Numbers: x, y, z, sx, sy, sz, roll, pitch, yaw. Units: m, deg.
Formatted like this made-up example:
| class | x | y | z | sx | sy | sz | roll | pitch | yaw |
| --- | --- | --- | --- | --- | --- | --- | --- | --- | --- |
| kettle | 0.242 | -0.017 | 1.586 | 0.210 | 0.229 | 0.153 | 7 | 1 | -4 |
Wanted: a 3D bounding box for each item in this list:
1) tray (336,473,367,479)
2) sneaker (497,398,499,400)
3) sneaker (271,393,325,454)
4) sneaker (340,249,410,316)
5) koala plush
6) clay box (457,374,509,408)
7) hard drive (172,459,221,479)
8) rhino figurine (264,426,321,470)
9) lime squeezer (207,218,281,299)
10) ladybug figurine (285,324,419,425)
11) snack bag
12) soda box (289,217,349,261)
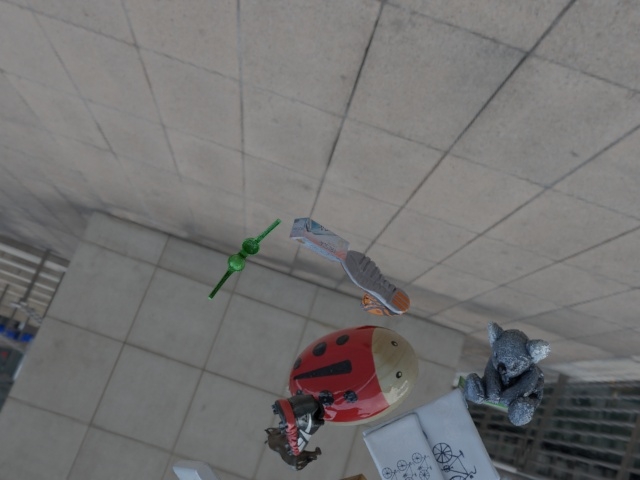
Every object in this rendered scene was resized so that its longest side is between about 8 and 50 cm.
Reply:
| class | x | y | z | sx | sy | sz | roll | pitch | yaw |
| --- | --- | --- | --- | --- | --- | --- | --- | --- | --- |
| tray | 0.024 | 0.919 | 1.811 | 0.203 | 0.411 | 0.076 | -26 | 106 | 25 |
| sneaker | 0.550 | 0.437 | 1.691 | 0.171 | 0.063 | 0.075 | 13 | 174 | -27 |
| sneaker | -0.048 | 0.504 | 1.617 | 0.135 | 0.097 | 0.276 | -20 | 141 | -13 |
| sneaker | 0.174 | 0.182 | 2.230 | 0.321 | 0.124 | 0.180 | 45 | 149 | -2 |
| koala plush | 0.504 | 0.321 | 1.552 | 0.196 | 0.203 | 0.221 | 20 | 129 | 40 |
| clay box | 0.562 | 0.492 | 1.877 | 0.222 | 0.053 | 0.127 | 15 | 180 | -1 |
| hard drive | -0.324 | 0.755 | 1.742 | 0.233 | 0.047 | 0.353 | 54 | 150 | 1 |
| rhino figurine | -0.107 | 0.654 | 1.888 | 0.106 | 0.073 | 0.243 | -15 | -160 | -34 |
| lime squeezer | -0.228 | 0.053 | 1.774 | 0.059 | 0.310 | 0.110 | 44 | 177 | -29 |
| ladybug figurine | 0.077 | 0.414 | 1.833 | 0.450 | 0.304 | 0.162 | -21 | 152 | 21 |
| snack bag | 0.345 | 0.665 | 1.798 | 0.343 | 0.322 | 0.037 | -24 | 176 | -3 |
| soda box | 0.000 | 0.000 | 1.675 | 0.058 | 0.062 | 0.183 | -4 | 154 | 45 |
